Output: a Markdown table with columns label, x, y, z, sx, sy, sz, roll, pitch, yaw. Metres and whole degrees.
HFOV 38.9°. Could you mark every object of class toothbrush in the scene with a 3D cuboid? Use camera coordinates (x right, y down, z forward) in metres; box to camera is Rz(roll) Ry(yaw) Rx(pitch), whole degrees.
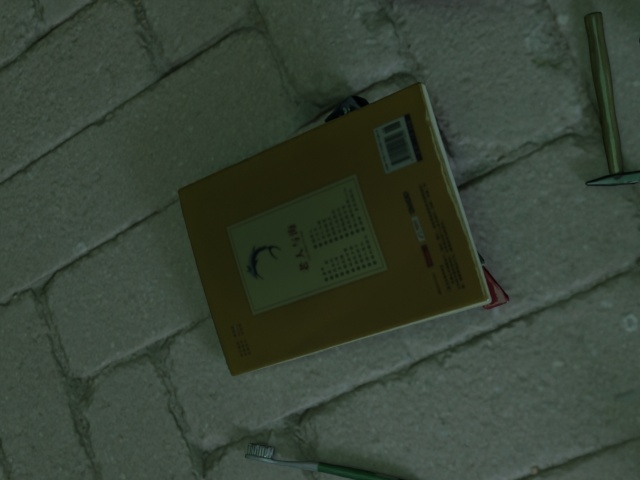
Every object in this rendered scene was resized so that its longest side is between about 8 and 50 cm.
| label | x | y | z | sx | sy | sz | roll | pitch | yaw |
| --- | --- | --- | --- | --- | --- | --- | --- | --- | --- |
| toothbrush | 0.017 | 0.288 | 1.137 | 0.257 | 0.018 | 0.024 | 7 | 84 | 27 |

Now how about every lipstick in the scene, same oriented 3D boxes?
| label | x | y | z | sx | sy | sz | roll | pitch | yaw |
| --- | --- | --- | --- | --- | --- | --- | --- | --- | --- |
| lipstick | 0.118 | -0.041 | 1.085 | 0.051 | 0.051 | 0.312 | -42 | 74 | 20 |

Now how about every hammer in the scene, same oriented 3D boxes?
| label | x | y | z | sx | sy | sz | roll | pitch | yaw |
| --- | --- | --- | --- | --- | --- | --- | --- | --- | --- |
| hammer | 0.315 | -0.158 | 1.013 | 0.062 | 0.013 | 0.199 | -10 | 84 | 25 |

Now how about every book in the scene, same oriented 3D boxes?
| label | x | y | z | sx | sy | sz | roll | pitch | yaw |
| --- | --- | --- | --- | --- | --- | --- | --- | --- | --- |
| book | 0.000 | 0.000 | 1.114 | 0.388 | 0.032 | 0.269 | -19 | 84 | 32 |
